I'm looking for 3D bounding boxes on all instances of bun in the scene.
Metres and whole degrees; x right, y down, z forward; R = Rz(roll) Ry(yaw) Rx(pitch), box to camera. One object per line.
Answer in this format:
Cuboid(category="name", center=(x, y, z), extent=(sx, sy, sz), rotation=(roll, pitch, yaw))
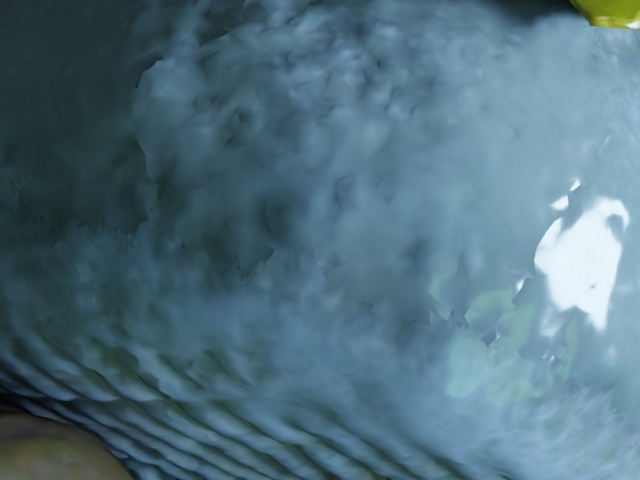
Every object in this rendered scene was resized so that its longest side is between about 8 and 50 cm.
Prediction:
Cuboid(category="bun", center=(-0.006, -0.001, 0.634), extent=(0.354, 0.194, 0.354), rotation=(13, 162, 4))

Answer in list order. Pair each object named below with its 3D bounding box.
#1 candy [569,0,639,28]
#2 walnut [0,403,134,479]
Cuboid(category="candy", center=(0.104, -0.213, 0.492), extent=(0.187, 0.297, 0.081), rotation=(-20, -172, -18))
Cuboid(category="walnut", center=(-0.108, 0.178, 0.499), extent=(0.273, 0.273, 0.227), rotation=(-5, 126, -32))
